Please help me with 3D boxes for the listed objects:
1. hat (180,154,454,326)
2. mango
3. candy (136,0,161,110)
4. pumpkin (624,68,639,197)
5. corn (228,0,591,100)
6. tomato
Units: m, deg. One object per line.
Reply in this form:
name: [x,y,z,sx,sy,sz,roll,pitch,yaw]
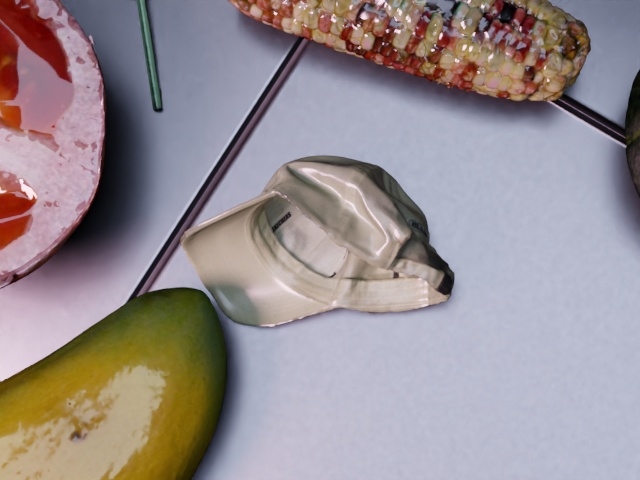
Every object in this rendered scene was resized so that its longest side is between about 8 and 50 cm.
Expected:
hat: [-0.005,0.004,0.870,0.166,0.081,0.122,-21,119,17]
mango: [-0.151,0.136,0.848,0.237,0.091,0.137,-33,82,0]
candy: [-0.129,-0.182,0.923,0.055,0.049,0.185,-11,86,34]
pumpkin: [0.273,-0.070,0.816,0.167,0.125,0.167,0,64,1]
corn: [0.054,-0.156,0.873,0.253,0.086,0.086,20,84,7]
tomato: [-0.234,-0.064,0.876,0.199,0.112,0.228,22,84,1]
